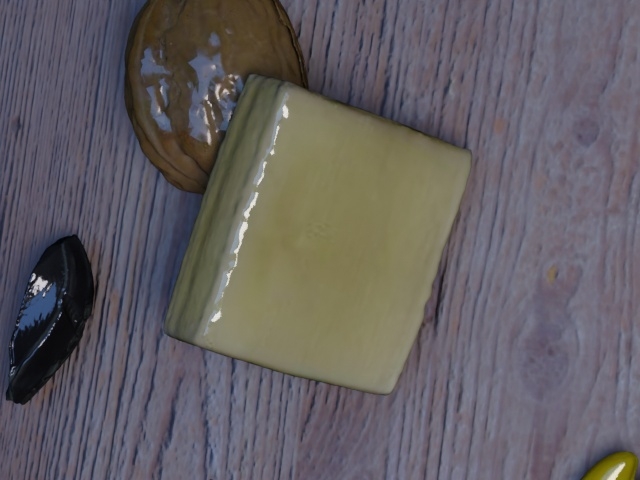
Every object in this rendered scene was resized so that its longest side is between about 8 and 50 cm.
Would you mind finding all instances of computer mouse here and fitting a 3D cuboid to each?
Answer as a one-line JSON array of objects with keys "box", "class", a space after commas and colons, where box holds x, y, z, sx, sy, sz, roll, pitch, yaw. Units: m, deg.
[{"box": [-0.285, 0.088, 1.677, 0.062, 0.106, 0.192, 16, 84, 7], "class": "computer mouse"}]

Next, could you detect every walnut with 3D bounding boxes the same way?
[{"box": [-0.110, -0.161, 1.596, 0.198, 0.198, 0.245, -8, 87, 18], "class": "walnut"}]

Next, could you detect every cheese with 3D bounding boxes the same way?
[{"box": [0.000, 0.000, 1.511, 0.124, 0.242, 0.266, 22, 94, 59], "class": "cheese"}]

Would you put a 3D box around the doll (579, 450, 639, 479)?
[{"box": [0.324, 0.304, 1.440, 0.252, 0.111, 0.237, -13, 80, 20], "class": "doll"}]
